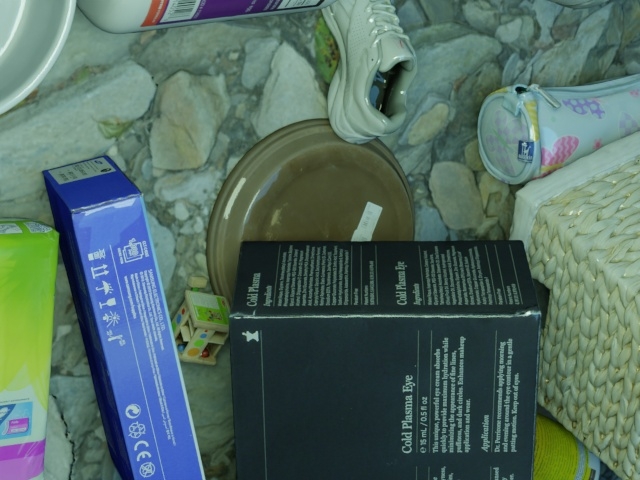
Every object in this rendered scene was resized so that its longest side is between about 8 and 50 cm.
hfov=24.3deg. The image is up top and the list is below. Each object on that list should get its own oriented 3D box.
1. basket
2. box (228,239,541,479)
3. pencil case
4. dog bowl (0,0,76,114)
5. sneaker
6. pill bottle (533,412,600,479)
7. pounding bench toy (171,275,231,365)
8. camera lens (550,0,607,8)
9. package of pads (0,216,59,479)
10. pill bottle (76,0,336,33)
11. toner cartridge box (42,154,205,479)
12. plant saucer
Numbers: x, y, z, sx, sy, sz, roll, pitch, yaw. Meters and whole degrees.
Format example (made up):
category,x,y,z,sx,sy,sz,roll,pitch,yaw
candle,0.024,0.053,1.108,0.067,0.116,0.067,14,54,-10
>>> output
category,x,y,z,sx,sy,sz,roll,pitch,yaw
basket,0.423,0.063,1.782,0.331,0.266,0.328,-26,140,-23
box,0.067,0.185,1.600,0.312,0.179,0.343,0,115,0
pencil case,0.322,-0.142,1.813,0.273,0.113,0.124,-9,111,-30
dog bowl,-0.366,-0.239,1.368,0.264,0.104,0.265,-9,108,-30
sneaker,0.065,-0.222,1.623,0.090,0.115,0.232,-10,99,-31
pill bottle,0.245,0.268,1.873,0.215,0.117,0.117,26,88,-34
pounding bench toy,-0.137,0.088,1.632,0.052,0.083,0.065,12,128,-31
camera lens,0.231,-0.385,1.627,0.274,0.219,0.219,10,97,-33
package of pads,-0.385,0.125,1.457,0.229,0.101,0.297,-2,103,-33
pill bottle,-0.085,-0.311,1.476,0.322,0.181,0.182,-12,109,-29
toner cartridge box,-0.199,0.101,1.520,0.075,0.165,0.348,-15,112,-14
plant saucer,0.000,0.000,1.698,0.277,0.041,0.278,-8,106,-30
